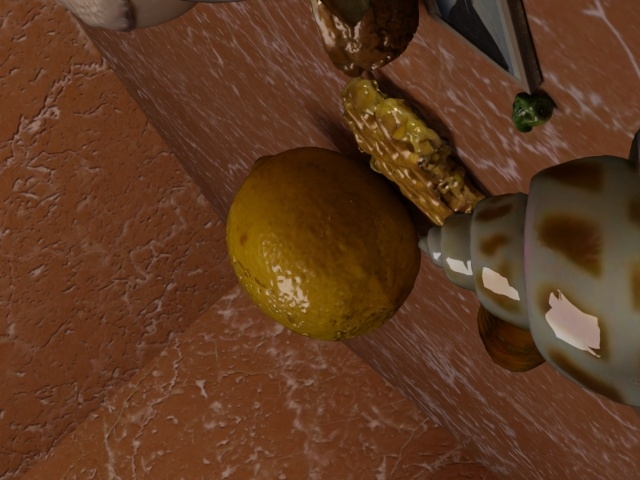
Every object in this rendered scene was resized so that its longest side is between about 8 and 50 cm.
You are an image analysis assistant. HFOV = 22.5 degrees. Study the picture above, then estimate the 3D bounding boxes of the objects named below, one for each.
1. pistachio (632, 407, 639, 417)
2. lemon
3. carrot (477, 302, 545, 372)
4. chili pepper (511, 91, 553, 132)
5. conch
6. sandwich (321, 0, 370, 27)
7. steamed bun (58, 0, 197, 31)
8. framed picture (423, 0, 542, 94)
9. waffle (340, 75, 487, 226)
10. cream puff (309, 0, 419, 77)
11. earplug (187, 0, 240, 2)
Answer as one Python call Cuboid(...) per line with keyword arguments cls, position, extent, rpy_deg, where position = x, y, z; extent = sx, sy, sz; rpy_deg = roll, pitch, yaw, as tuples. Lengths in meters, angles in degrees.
Cuboid(cls="pistachio", position=(0.343, 0.127, 1.541), extent=(0.130, 0.131, 0.206), rpy_deg=(-16, 127, 34))
Cuboid(cls="lemon", position=(0.000, 0.000, 2.242), extent=(0.310, 0.258, 0.258), rpy_deg=(47, 171, 23))
Cuboid(cls="carrot", position=(0.241, 0.070, 1.844), extent=(0.114, 0.114, 0.302), rpy_deg=(46, 168, 14))
Cuboid(cls="chili pepper", position=(0.194, -0.120, 1.506), extent=(0.034, 0.030, 0.091), rpy_deg=(23, 175, -5))
Cuboid(cls="conch", position=(0.251, 0.017, 1.052), extent=(0.197, 0.368, 0.249), rpy_deg=(63, -154, -11))
Cuboid(cls="sandwich", position=(-0.005, -0.297, 1.339), extent=(0.235, 0.122, 0.128), rpy_deg=(48, 175, -15))
Cuboid(cls="steamed bun", position=(-0.216, -0.395, 1.580), extent=(0.374, 0.241, 0.374), rpy_deg=(51, 171, 12))
Cuboid(cls="framed picture", position=(0.125, -0.227, 1.412), extent=(0.150, 0.015, 0.203), rpy_deg=(43, 170, 32))
Cuboid(cls="waffle", position=(0.122, -0.086, 1.921), extent=(0.291, 0.051, 0.291), rpy_deg=(46, 174, 7))
Cuboid(cls="cream puff", position=(0.043, -0.223, 1.516), extent=(0.144, 0.103, 0.126), rpy_deg=(-53, -53, -82))
Cuboid(cls="earplug", position=(-0.066, -0.319, 1.036), extent=(0.312, 0.312, 0.394), rpy_deg=(48, 174, 0))
